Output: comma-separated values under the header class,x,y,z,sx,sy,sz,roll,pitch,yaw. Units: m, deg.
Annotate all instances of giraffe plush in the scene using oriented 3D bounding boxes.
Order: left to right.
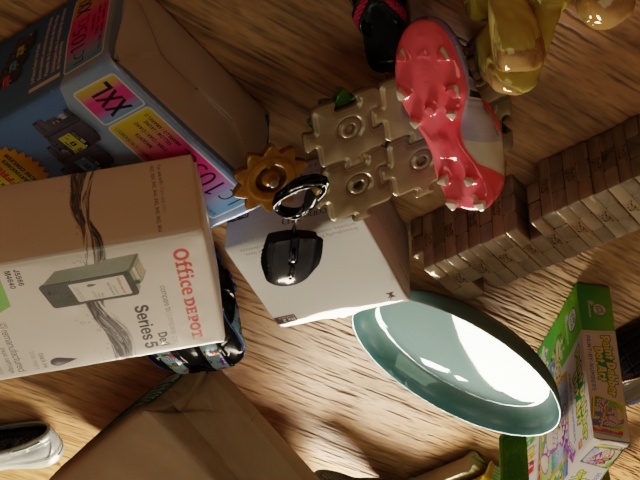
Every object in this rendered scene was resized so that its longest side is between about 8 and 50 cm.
class,x,y,z,sx,sy,sz,roll,pitch,yaw
giraffe plush,0.236,-0.258,1.197,0.170,0.181,0.210,-10,105,-2

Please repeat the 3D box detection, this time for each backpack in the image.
class,x,y,z,sx,sy,sz,roll,pitch,yaw
backpack,-0.178,0.101,1.647,0.158,0.117,0.173,-12,138,15

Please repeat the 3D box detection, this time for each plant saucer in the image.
class,x,y,z,sx,sy,sz,roll,pitch,yaw
plant saucer,0.189,0.161,1.672,0.317,0.044,0.317,26,155,13

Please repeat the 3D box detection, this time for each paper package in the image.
class,x,y,z,sx,sy,sz,roll,pitch,yaw
paper package,-0.208,0.384,1.861,0.309,0.168,0.325,48,130,-4

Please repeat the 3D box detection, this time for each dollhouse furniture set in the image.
class,x,y,z,sx,sy,sz,roll,pitch,yaw
dollhouse furniture set,0.307,0.444,2.012,0.301,0.151,0.197,-30,131,33

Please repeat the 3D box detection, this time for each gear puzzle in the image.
class,x,y,z,sx,sy,sz,roll,pitch,yaw
gear puzzle,0.058,-0.110,1.350,0.339,0.044,0.175,-22,133,-12

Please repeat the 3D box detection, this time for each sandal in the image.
class,x,y,z,sx,sy,sz,roll,pitch,yaw
sandal,0.064,-0.237,1.292,0.067,0.040,0.179,-8,139,11

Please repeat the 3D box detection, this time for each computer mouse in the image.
class,x,y,z,sx,sy,sz,roll,pitch,yaw
computer mouse,-0.025,-0.003,1.348,0.071,0.041,0.242,-2,155,-8

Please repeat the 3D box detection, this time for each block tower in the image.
class,x,y,z,sx,sy,sz,roll,pitch,yaw
block tower,0.275,-0.032,1.493,0.335,0.091,0.097,-26,133,30

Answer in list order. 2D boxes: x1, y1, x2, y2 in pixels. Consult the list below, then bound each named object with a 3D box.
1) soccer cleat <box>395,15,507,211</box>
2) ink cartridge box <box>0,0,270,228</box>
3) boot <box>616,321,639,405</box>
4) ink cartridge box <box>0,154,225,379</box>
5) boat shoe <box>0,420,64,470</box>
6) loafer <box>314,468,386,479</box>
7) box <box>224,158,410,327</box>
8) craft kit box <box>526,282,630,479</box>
class,x,y,z,sx,sy,sz,roll,pitch,yaw
soccer cleat,0.144,-0.141,1.301,0.083,0.095,0.248,2,132,32
ink cartridge box,-0.291,-0.094,1.399,0.395,0.151,0.270,-22,135,28
boot,0.460,0.180,1.773,0.106,0.082,0.219,7,141,-41
ink cartridge box,-0.250,0.032,1.307,0.273,0.115,0.198,-10,140,-3
boat shoe,-0.534,0.329,1.976,0.227,0.079,0.081,-8,130,4
loafer,0.070,0.450,2.045,0.251,0.094,0.087,23,104,-32
box,0.000,0.000,1.518,0.181,0.119,0.182,-13,138,17
craft kit box,0.345,0.229,1.679,0.061,0.250,0.246,10,139,-8
